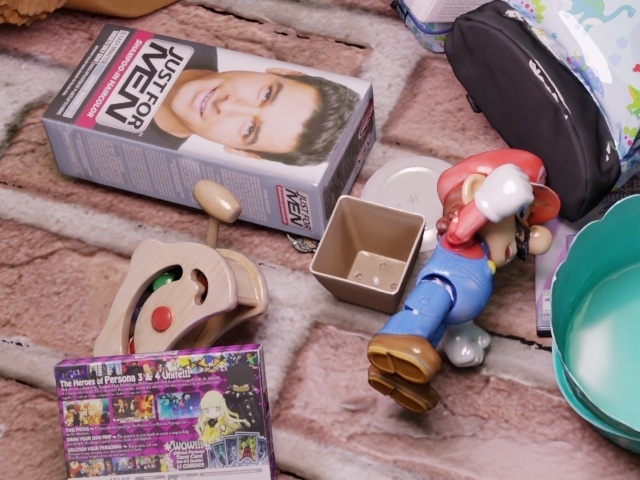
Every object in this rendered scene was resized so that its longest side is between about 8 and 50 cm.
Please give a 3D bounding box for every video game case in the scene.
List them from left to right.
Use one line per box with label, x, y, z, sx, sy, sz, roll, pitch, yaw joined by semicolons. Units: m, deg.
video game case;-0.167;0.227;1.555;0.232;0.042;0.210;-6;97;6
video game case;0.354;-0.013;1.685;0.196;0.026;0.274;-1;61;8

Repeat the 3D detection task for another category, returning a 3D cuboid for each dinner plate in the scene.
dinner plate;0.118;-0.049;1.750;0.141;0.017;0.141;-5;60;8

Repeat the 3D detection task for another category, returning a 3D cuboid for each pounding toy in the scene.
pounding toy;-0.132;0.078;1.644;0.154;0.155;0.269;29;98;32

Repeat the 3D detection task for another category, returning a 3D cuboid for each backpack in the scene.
backpack;0.157;-0.311;1.855;0.105;0.084;0.114;-24;59;-5
backpack;0.378;-0.240;1.670;0.355;0.273;0.290;-25;73;-25

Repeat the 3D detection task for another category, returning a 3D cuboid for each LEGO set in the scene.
LEGO set;0.001;0.002;1.738;0.083;0.023;0.054;22;67;6

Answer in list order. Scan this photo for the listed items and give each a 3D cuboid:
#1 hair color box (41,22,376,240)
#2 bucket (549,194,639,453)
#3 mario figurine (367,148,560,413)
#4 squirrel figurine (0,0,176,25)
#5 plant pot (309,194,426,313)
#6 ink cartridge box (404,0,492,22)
hair color box;-0.136;-0.141;1.774;0.374;0.113;0.185;15;54;17
bucket;0.376;0.098;1.504;0.281;0.183;0.281;-3;68;8
mario figurine;0.181;0.037;1.557;0.170;0.198;0.320;38;66;-17
squirrel figurine;-0.397;-0.470;1.939;0.397;0.281;0.370;-34;54;-14
plant pot;0.062;0.027;1.667;0.109;0.096;0.109;15;64;18
ink cartridge box;0.186;-0.384;1.812;0.296;0.066;0.261;-7;51;-37
